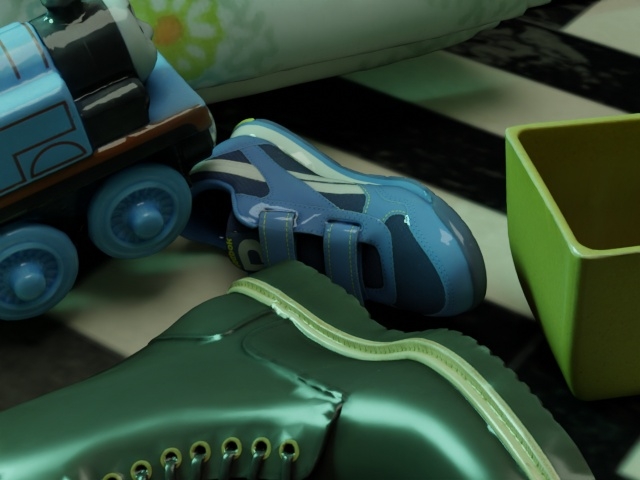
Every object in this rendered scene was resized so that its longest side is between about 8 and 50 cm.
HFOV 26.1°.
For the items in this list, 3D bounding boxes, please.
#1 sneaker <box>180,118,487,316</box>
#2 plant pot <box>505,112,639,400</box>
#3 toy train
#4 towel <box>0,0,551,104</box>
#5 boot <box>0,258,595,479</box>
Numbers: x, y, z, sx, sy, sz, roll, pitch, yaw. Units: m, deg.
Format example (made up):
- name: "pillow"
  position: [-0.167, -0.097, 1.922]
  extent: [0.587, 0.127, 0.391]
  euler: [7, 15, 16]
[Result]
- name: "sneaker"
  position: [0.000, 0.000, 0.539]
  extent: [0.144, 0.053, 0.059]
  euler: [23, 43, 38]
- name: "plant pot"
  position: [0.113, 0.011, 0.499]
  extent: [0.082, 0.083, 0.081]
  euler: [-6, 37, -9]
- name: "toy train"
  position: [-0.127, -0.026, 0.505]
  extent: [0.184, 0.105, 0.080]
  euler: [-26, 43, -13]
- name: "towel"
  position: [-0.099, -0.213, 0.599]
  extent: [0.375, 0.320, 0.090]
  euler: [-15, -1, -17]
- name: "boot"
  position: [-0.022, 0.078, 0.406]
  extent: [0.137, 0.076, 0.198]
  euler: [-24, 20, -23]
